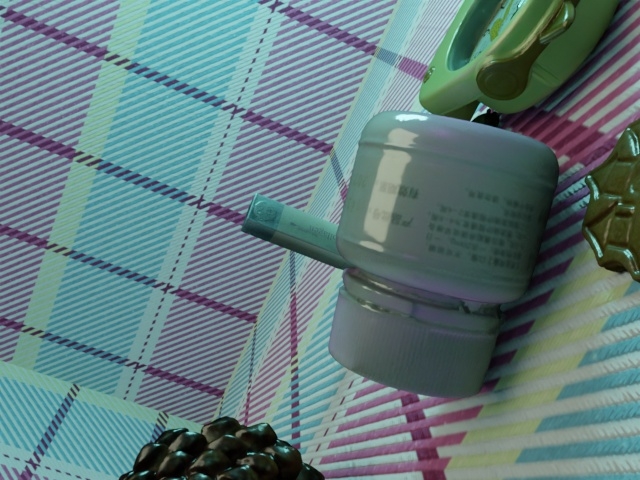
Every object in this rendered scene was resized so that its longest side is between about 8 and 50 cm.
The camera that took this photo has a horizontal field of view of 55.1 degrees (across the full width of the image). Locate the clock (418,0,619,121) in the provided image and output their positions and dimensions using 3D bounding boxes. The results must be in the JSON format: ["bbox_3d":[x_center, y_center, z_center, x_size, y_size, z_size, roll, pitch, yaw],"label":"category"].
[{"bbox_3d":[0.291,-0.309,0.875,0.286,0.117,0.348,-61,14,-3],"label":"clock"}]

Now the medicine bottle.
[{"bbox_3d":[0.137,0.014,0.751,0.241,0.241,0.302,-135,58,-79],"label":"medicine bottle"}]

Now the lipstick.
[{"bbox_3d":[0.000,0.000,1.252,0.068,0.317,0.066,131,158,-60],"label":"lipstick"}]

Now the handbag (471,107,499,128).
[{"bbox_3d":[0.260,-0.175,1.029,0.111,0.047,0.072,-53,29,35],"label":"handbag"}]

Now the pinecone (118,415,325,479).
[{"bbox_3d":[-0.159,0.484,1.002,0.398,0.397,0.398,-159,90,-79],"label":"pinecone"}]

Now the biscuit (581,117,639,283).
[{"bbox_3d":[0.310,-0.052,0.575,0.215,0.034,0.182,-137,69,-79],"label":"biscuit"}]
